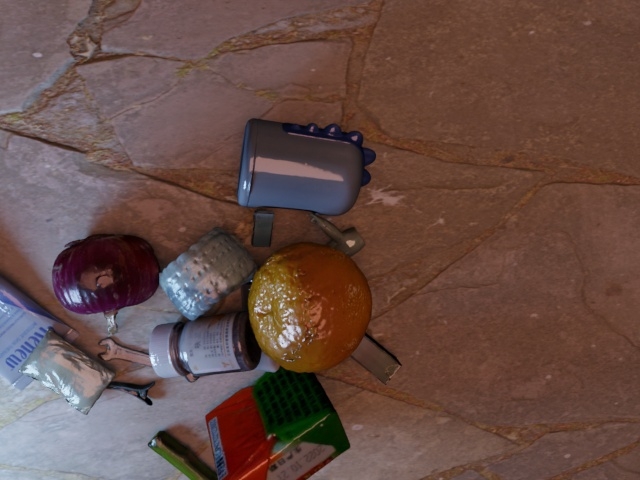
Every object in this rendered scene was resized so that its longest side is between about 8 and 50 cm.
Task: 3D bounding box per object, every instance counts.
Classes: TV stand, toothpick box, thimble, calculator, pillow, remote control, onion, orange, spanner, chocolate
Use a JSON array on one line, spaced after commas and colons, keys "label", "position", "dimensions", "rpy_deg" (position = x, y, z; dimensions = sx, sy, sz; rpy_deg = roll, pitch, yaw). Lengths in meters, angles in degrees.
[{"label": "TV stand", "position": [0.110, 0.306, 1.818], "dimensions": [0.270, 0.088, 0.082], "rpy_deg": [40, 90, -11]}, {"label": "toothpick box", "position": [-0.033, -0.198, 1.649], "dimensions": [0.355, 0.263, 0.262], "rpy_deg": [7, 97, -10]}, {"label": "thimble", "position": [-0.303, 0.086, 1.666], "dimensions": [0.250, 0.205, 0.171], "rpy_deg": [-37, 90, -20]}, {"label": "calculator", "position": [-0.162, -0.031, 1.710], "dimensions": [0.057, 0.172, 0.018], "rpy_deg": [3, 56, -6]}, {"label": "pillow", "position": [-0.701, 0.366, 1.708], "dimensions": [0.230, 0.050, 0.148], "rpy_deg": [38, 85, -13]}, {"label": "remote control", "position": [-0.181, 0.224, 1.762], "dimensions": [0.110, 0.055, 0.312], "rpy_deg": [0, 99, 26]}, {"label": "onion", "position": [-0.560, 0.094, 1.629], "dimensions": [0.256, 0.230, 0.272], "rpy_deg": [-35, 94, -3]}, {"label": "orange", "position": [-0.021, 0.172, 1.615], "dimensions": [0.294, 0.341, 0.340], "rpy_deg": [0, 99, -40]}, {"label": "spanner", "position": [-0.493, 0.345, 1.778], "dimensions": [0.302, 0.017, 0.071], "rpy_deg": [16, 91, -9]}, {"label": "chocolate", "position": [-0.121, 0.516, 1.685], "dimensions": [0.341, 0.360, 0.161], "rpy_deg": [-35, 113, -5]}]

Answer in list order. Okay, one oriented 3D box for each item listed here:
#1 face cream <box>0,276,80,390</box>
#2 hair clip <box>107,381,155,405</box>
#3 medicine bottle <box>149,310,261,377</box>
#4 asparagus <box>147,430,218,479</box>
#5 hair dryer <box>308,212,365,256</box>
[{"label": "face cream", "position": [-0.899, 0.207, 1.669], "dimensions": [0.235, 0.137, 0.420], "rpy_deg": [-45, 113, -2]}, {"label": "hair clip", "position": [-0.594, 0.427, 1.770], "dimensions": [0.230, 0.039, 0.070], "rpy_deg": [8, 96, -4]}, {"label": "medicine bottle", "position": [-0.312, 0.288, 1.686], "dimensions": [0.274, 0.165, 0.164], "rpy_deg": [-8, 99, 11]}, {"label": "asparagus", "position": [-0.388, 0.662, 1.817], "dimensions": [0.277, 0.060, 0.067], "rpy_deg": [45, 71, -11]}, {"label": "hair dryer", "position": [0.000, 0.000, 1.718], "dimensions": [0.207, 0.075, 0.237], "rpy_deg": [-33, 141, 2]}]
